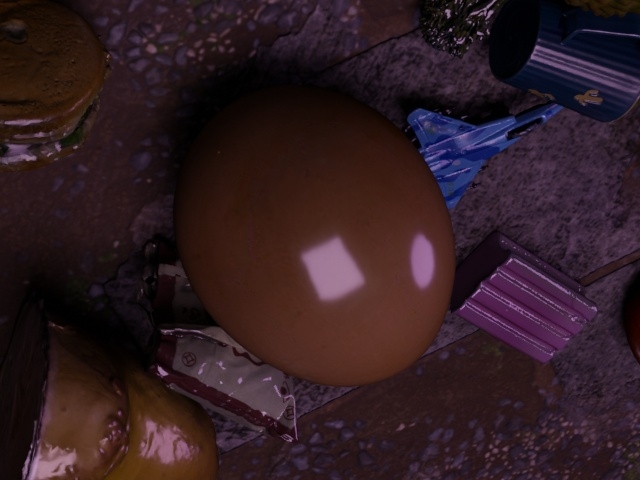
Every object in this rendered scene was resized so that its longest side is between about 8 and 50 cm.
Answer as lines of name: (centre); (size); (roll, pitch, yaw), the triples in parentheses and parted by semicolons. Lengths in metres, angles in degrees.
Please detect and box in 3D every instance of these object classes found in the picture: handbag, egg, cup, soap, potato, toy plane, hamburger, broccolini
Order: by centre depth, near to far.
hamburger: (-0.316, -0.154, 1.443); (0.215, 0.189, 0.122); (-9, 139, -16)
egg: (0.000, 0.000, 1.593); (0.301, 0.301, 0.374); (-36, 113, 9)
broccolini: (0.197, -0.292, 1.600); (0.091, 0.068, 0.202); (41, 106, -19)
cup: (0.300, -0.225, 1.636); (0.155, 0.131, 0.176); (12, 159, -23)
potato: (-0.241, 0.232, 1.692); (0.296, 0.290, 0.397); (11, 154, -21)
handbag: (-0.121, 0.125, 1.718); (0.127, 0.213, 0.235); (-34, 131, 24)
toy plane: (0.188, -0.126, 1.725); (0.246, 0.078, 0.169); (-30, 132, -5)
soap: (0.274, 0.081, 1.927); (0.203, 0.065, 0.122); (30, 112, -36)

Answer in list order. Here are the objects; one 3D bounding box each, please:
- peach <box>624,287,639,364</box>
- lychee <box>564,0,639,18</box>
peach: (0.578, 0.127, 2.007); (0.275, 0.245, 0.248); (19, 91, -20)
lychee: (0.327, -0.377, 1.459); (0.270, 0.270, 0.320); (-6, 163, -16)
